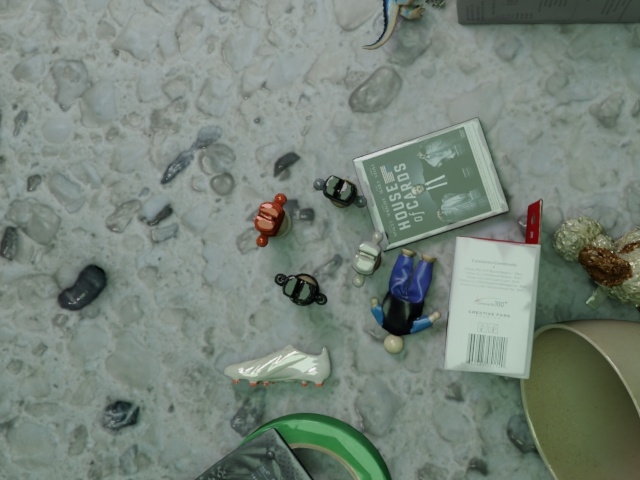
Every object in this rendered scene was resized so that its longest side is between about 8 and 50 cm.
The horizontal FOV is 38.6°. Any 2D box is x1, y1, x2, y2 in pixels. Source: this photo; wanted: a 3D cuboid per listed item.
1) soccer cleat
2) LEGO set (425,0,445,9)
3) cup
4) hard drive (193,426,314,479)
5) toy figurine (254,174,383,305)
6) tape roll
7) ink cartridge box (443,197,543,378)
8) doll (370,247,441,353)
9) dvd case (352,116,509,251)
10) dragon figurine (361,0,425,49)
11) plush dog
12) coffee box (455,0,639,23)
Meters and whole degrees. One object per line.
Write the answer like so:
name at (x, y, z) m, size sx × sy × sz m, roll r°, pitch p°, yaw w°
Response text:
soccer cleat at (-0.078, 0.226, 1.668) m, size 0.196 × 0.068 × 0.076 m, roll 0°, pitch 85°, yaw 1°
LEGO set at (0.204, -0.450, 1.649) m, size 0.054 × 0.023 × 0.083 m, roll 5°, pitch 77°, yaw 6°
cup at (0.515, 0.265, 1.477) m, size 0.237 × 0.331 × 0.330 m, roll -14°, pitch 88°, yaw -18°
hard drive at (-0.132, 0.458, 1.601) m, size 0.255 × 0.054 × 0.172 m, roll -38°, pitch 84°, yaw 7°
toy figurine at (0.000, 0.000, 1.620) m, size 0.210 × 0.148 × 0.213 m, roll -25°, pitch 84°, yaw 2°
tape roll at (-0.027, 0.477, 1.651) m, size 0.322 × 0.077 × 0.321 m, roll 0°, pitch 90°, yaw 8°
ink cartridge box at (0.278, 0.065, 1.489) m, size 0.130 × 0.309 × 0.271 m, roll 6°, pitch 90°, yaw 8°
doll at (0.155, 0.114, 1.640) m, size 0.129 × 0.046 × 0.188 m, roll 17°, pitch 92°, yaw 9°
dvd case at (0.197, -0.099, 1.643) m, size 0.239 × 0.029 × 0.179 m, roll -18°, pitch 87°, yaw 7°
dragon figurine at (0.129, -0.467, 1.615) m, size 0.144 × 0.085 × 0.289 m, roll 35°, pitch 93°, yaw 24°
plush dog at (0.532, 0.042, 1.493) m, size 0.263 × 0.225 × 0.210 m, roll -12°, pitch 88°, yaw 8°
coffee box at (0.387, -0.549, 1.459) m, size 0.338 × 0.337 × 0.334 m, roll 2°, pitch 89°, yaw 9°
